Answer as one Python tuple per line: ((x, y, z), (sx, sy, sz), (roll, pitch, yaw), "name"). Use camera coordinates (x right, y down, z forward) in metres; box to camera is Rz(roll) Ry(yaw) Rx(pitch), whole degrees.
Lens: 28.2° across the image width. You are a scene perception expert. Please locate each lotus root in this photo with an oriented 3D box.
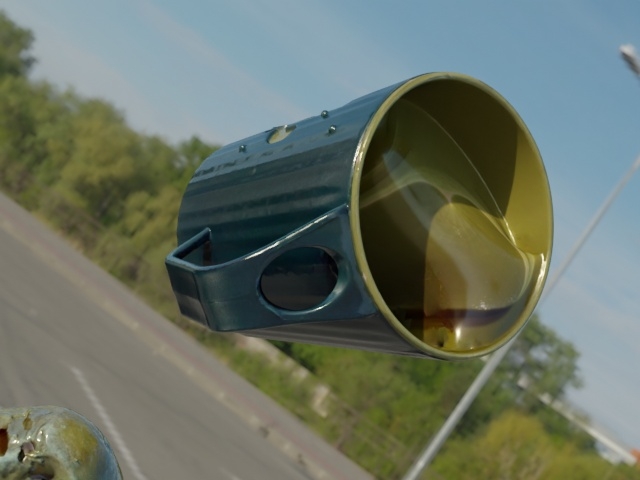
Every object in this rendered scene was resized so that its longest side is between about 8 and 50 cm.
((-0.151, 0.148, 0.619), (0.088, 0.113, 0.192), (58, -27, 25), "lotus root")

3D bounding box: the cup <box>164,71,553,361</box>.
((0.000, 0.000, 0.619), (0.155, 0.176, 0.131), (-6, -78, 51), "cup")
